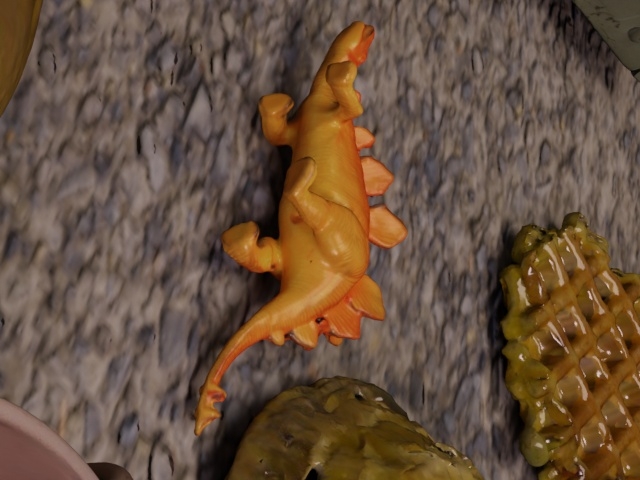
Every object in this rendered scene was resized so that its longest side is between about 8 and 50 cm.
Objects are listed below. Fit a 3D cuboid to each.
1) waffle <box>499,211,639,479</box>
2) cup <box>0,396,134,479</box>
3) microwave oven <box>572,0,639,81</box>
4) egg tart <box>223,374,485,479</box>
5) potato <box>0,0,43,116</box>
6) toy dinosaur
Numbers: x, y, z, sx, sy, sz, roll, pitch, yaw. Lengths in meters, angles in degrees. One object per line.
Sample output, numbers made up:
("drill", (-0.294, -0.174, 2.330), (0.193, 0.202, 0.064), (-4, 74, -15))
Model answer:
("waffle", (0.197, 0.100, 1.349), (0.237, 0.058, 0.243), (30, 54, -45))
("cup", (-0.173, 0.145, 0.642), (0.253, 0.200, 0.192), (-35, 109, -53))
("microwave oven", (0.288, -0.367, 1.448), (0.333, 0.247, 0.394), (40, 48, -41))
("egg tart", (0.041, 0.206, 1.040), (0.279, 0.095, 0.279), (25, 59, -49))
("potato", (-0.182, -0.088, 0.629), (0.397, 0.296, 0.290), (-25, 102, -54))
("toy dinosaur", (0.000, 0.000, 1.071), (0.117, 0.070, 0.288), (43, 52, -42))
